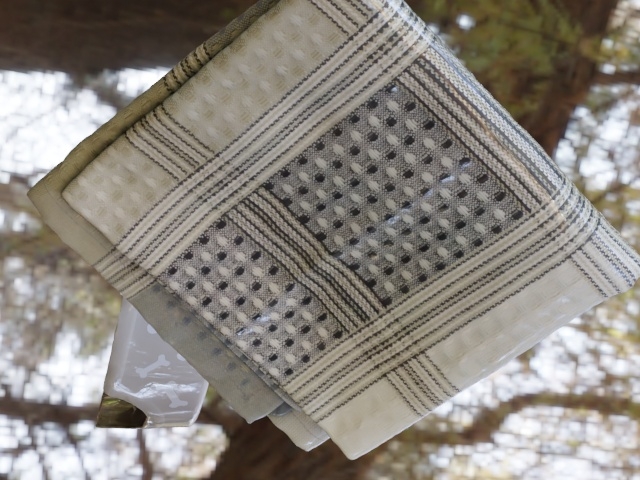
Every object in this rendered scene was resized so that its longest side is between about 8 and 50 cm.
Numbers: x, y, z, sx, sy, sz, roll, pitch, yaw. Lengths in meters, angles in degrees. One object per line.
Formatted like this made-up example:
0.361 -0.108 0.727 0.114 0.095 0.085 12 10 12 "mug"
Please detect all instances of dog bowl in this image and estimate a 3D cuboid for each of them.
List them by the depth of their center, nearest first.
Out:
-0.150 0.035 1.416 0.349 0.102 0.349 -168 -90 -82 "dog bowl"

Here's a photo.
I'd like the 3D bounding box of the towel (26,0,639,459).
0.000 0.000 0.935 0.324 0.312 0.056 -34 -158 31 "towel"
